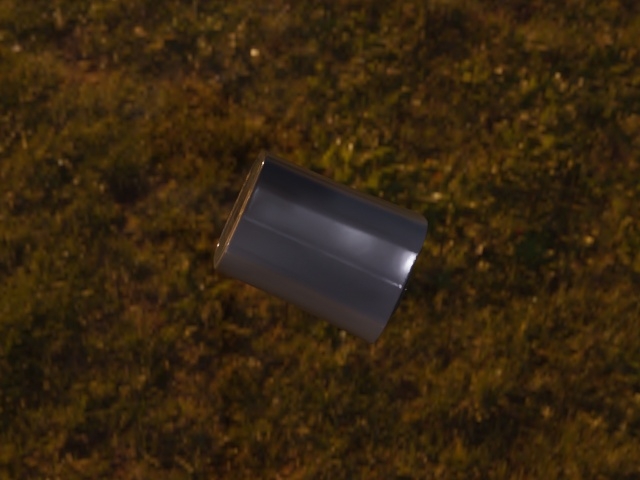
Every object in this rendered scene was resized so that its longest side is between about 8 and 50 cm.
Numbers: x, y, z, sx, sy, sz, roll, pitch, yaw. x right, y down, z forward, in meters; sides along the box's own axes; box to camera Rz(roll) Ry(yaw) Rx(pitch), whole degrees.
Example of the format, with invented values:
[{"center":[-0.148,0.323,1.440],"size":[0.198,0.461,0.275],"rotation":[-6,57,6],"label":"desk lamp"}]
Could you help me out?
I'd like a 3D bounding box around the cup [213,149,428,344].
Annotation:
[{"center":[0.000,0.000,0.933],"size":[0.129,0.095,0.128],"rotation":[25,6,-8],"label":"cup"}]
